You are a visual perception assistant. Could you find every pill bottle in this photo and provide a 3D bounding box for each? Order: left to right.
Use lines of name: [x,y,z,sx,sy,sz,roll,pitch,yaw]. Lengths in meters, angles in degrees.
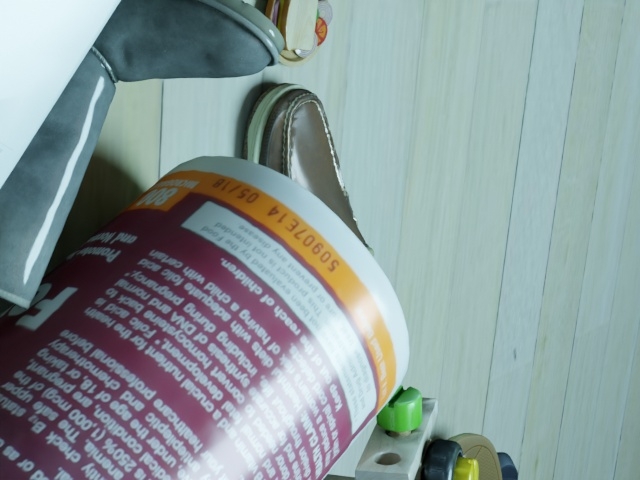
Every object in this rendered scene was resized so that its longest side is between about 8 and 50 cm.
pill bottle: [-0.139,0.142,0.706,0.392,0.224,0.224,-45,136,-34]

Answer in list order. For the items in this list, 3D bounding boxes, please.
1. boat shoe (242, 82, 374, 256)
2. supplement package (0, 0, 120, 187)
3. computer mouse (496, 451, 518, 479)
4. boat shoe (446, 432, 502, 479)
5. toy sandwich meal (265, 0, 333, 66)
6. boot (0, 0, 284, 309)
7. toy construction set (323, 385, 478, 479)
boat shoe: [0.005,-0.003,0.946,0.095,0.095,0.258,-36,130,-40]
supplement package: [-0.196,-0.119,0.608,0.179,0.105,0.105,-58,141,-5]
computer mouse: [0.171,0.361,1.369,0.071,0.041,0.242,17,96,-46]
boat shoe: [0.129,0.346,1.274,0.104,0.089,0.285,8,95,-28]
toy sandwich meal: [-0.014,-0.175,0.909,0.085,0.029,0.086,-24,122,-46]
boot: [-0.140,-0.060,0.672,0.076,0.189,0.209,64,45,-65]
toy construction set: [-0.017,0.227,0.873,0.308,0.257,0.237,-22,124,-44]
